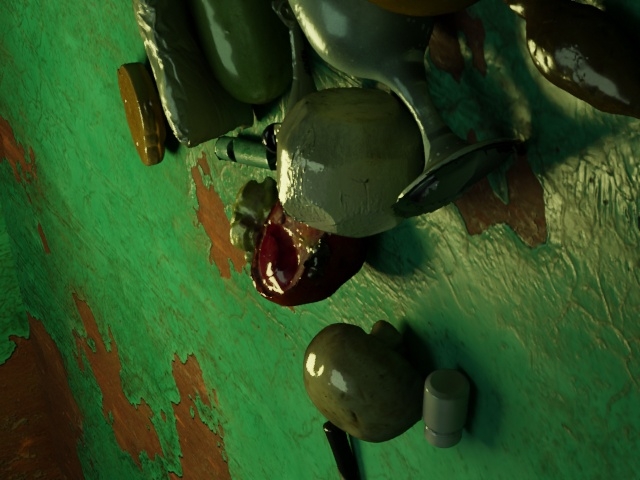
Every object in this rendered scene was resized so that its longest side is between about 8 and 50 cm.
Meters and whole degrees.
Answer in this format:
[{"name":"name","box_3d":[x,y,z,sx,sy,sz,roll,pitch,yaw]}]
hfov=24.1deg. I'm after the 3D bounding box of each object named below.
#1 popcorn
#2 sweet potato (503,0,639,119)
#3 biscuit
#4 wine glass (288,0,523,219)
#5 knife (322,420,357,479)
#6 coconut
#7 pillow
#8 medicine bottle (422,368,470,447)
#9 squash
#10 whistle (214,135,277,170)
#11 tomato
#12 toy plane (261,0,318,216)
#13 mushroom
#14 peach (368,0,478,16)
[{"name":"popcorn","box_3d":[-0.076,-0.029,2.026,0.097,0.089,0.109,2,-103,-76]},{"name":"sweet potato","box_3d":[0.206,-0.172,1.265,0.269,0.075,0.074,-127,28,-45]},{"name":"biscuit","box_3d":[-0.279,-0.210,2.393,0.170,0.050,0.170,165,90,-75]},{"name":"wine glass","box_3d":[0.068,-0.184,1.487,0.321,0.143,0.143,65,157,16]},{"name":"knife","box_3d":[0.043,0.355,2.139,0.060,0.028,0.230,21,131,65]},{"name":"coconut","box_3d":[0.029,-0.078,1.638,0.161,0.161,0.162,42,136,50]},{"name":"pillow","box_3d":[-0.172,-0.259,1.912,0.281,0.076,0.274,-40,-67,-74]},{"name":"medicine bottle","box_3d":[0.144,0.194,1.729,0.052,0.052,0.089,49,150,42]},{"name":"squash","box_3d":[-0.119,-0.344,1.827,0.118,0.118,0.370,-18,90,68]},{"name":"whistle","box_3d":[-0.095,-0.119,2.050,0.186,0.039,0.039,17,123,63]},{"name":"tomato","box_3d":[0.000,0.000,1.861,0.189,0.099,0.173,-57,28,13]},{"name":"toy plane","box_3d":[-0.015,-0.160,1.753,0.092,0.108,0.286,-178,76,-74]},{"name":"mushroom","box_3d":[0.057,0.168,1.825,0.166,0.127,0.166,40,161,17]},{"name":"peach","box_3d":[0.078,-0.317,1.302,0.251,0.153,0.251,19,127,27]}]
